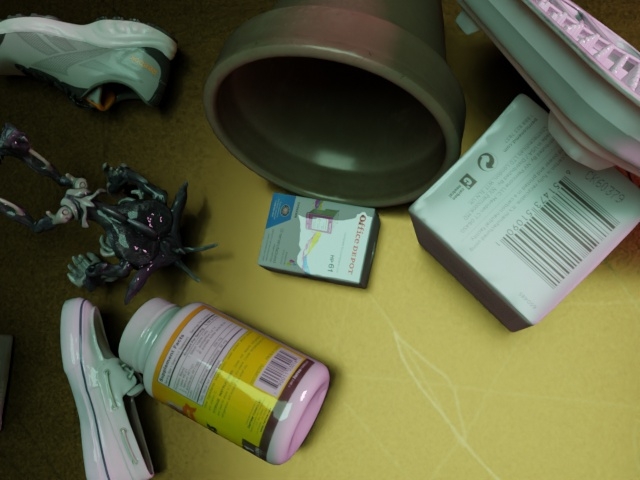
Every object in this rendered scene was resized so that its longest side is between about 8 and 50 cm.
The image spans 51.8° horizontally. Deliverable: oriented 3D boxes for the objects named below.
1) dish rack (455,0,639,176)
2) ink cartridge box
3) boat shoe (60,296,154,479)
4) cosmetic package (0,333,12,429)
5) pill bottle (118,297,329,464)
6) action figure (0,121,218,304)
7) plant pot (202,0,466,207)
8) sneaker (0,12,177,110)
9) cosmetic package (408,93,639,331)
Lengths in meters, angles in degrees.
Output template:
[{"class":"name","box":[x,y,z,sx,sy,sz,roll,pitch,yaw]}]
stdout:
[{"class":"dish rack","box":[0.254,-0.140,0.599,0.072,0.286,0.332,-53,35,29]},{"class":"ink cartridge box","box":[0.000,0.000,0.757,0.123,0.052,0.088,10,81,12]},{"class":"boat shoe","box":[-0.241,0.173,0.767,0.076,0.083,0.226,-12,88,-3]},{"class":"cosmetic package","box":[-0.465,0.153,0.724,0.107,0.238,0.127,1,80,12]},{"class":"pill bottle","box":[-0.107,0.144,0.716,0.215,0.117,0.117,25,85,15]},{"class":"action figure","box":[-0.262,-0.028,0.776,0.276,0.141,0.164,27,76,-11]},{"class":"plant pot","box":[0.033,-0.196,0.710,0.263,0.263,0.229,8,63,13]},{"class":"sneaker","box":[-0.320,-0.222,0.843,0.272,0.100,0.108,4,85,12]},{"class":"cosmetic package","box":[0.195,-0.015,0.652,0.151,0.184,0.151,-45,76,0]}]
